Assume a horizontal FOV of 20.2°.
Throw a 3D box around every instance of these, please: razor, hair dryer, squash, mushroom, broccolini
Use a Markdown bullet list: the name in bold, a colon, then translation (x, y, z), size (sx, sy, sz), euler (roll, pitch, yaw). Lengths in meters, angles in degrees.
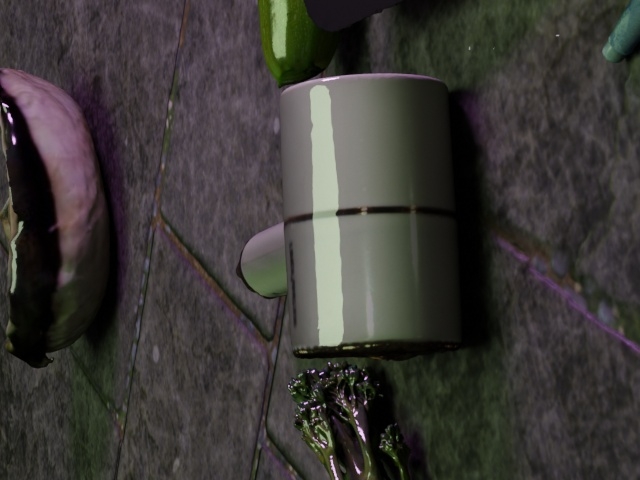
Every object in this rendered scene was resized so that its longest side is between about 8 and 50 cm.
- **razor**: translation (0.202, -0.151, 1.079), size (0.135, 0.040, 0.068), euler (119, 143, -53)
- **hair dryer**: translation (0.000, 0.000, 1.420), size (0.362, 0.128, 0.203), euler (159, 109, -71)
- **squash**: translation (-0.018, -0.271, 1.476), size (0.082, 0.082, 0.292), euler (-17, 76, 63)
- **mushroom**: translation (-0.313, -0.039, 2.047), size (0.247, 0.130, 0.344), euler (106, 156, -62)
- **broccolini**: translation (0.084, 0.226, 1.313), size (0.392, 0.079, 0.074), euler (53, 125, 41)

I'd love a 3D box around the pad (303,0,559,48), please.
- **pad**: translation (0.114, -0.271, 1.272), size (0.375, 0.063, 0.315), euler (-16, 74, 52)
